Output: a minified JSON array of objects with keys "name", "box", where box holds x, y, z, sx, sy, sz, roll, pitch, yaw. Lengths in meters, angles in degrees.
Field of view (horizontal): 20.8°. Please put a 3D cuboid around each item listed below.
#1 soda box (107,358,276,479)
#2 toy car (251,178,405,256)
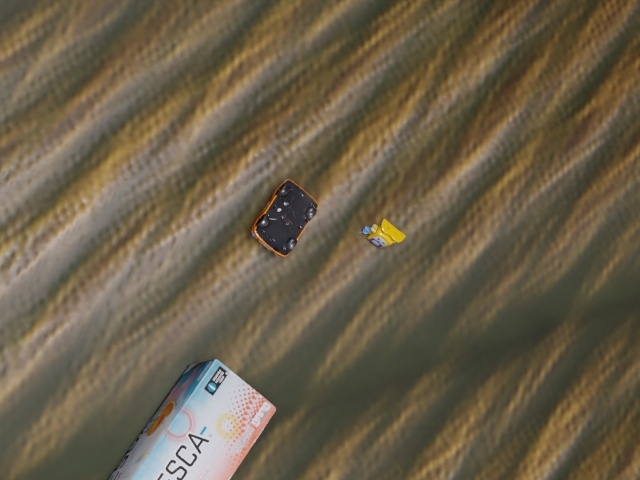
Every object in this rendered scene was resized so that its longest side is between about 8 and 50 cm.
[{"name":"soda box","box":[-0.112,0.174,1.240,0.063,0.058,0.183,41,67,-14]},{"name":"toy car","box":[0.000,0.000,1.332,0.122,0.040,0.060,23,66,-23]}]
